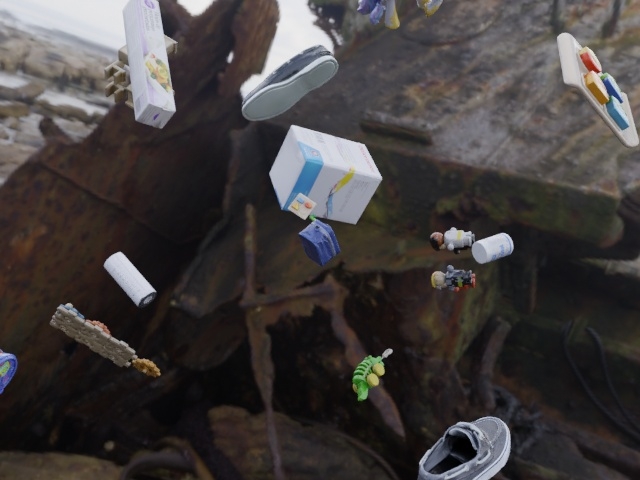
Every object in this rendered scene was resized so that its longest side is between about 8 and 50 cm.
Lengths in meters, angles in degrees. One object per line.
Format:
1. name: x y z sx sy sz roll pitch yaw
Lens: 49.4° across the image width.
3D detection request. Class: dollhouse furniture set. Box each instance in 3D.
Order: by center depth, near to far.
1. dollhouse furniture set: -0.562 -0.536 2.255 0.212 0.242 0.161 32 52 9

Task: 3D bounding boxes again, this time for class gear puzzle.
1. gear puzzle: -0.588 0.283 1.945 0.339 0.044 0.175 34 -35 -11

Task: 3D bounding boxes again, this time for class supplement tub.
1. supplement tub: 0.516 0.023 2.082 0.107 0.071 0.071 -18 27 -26

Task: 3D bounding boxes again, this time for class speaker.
1. speaker: -0.447 0.092 1.634 0.136 0.055 0.055 45 17 15

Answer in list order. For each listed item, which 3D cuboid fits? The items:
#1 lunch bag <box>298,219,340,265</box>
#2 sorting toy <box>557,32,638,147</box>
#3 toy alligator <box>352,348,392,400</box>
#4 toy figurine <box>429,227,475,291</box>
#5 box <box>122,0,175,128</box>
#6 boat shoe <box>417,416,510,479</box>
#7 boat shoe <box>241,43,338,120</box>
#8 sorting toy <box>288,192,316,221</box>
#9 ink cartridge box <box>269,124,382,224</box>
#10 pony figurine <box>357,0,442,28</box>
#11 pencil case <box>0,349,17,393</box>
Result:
1. lunch bag: 0.000 0.000 1.571 0.067 0.065 0.098 34 -26 39
2. sorting toy: 0.550 -0.301 1.366 0.208 0.038 0.193 36 41 -22
3. toy alligator: 0.112 0.289 1.580 0.051 0.056 0.189 50 37 -7
4. toy figurine: 0.433 0.065 2.314 0.148 0.213 0.209 -1 -4 17
5. box: -0.369 -0.388 1.487 0.063 0.067 0.324 13 52 -41
6. boat shoe: 0.278 0.402 1.340 0.108 0.102 0.301 17 27 40
7. boat shoe: -0.097 -0.445 1.966 0.091 0.302 0.114 61 -2 32
8. sorting toy: -0.038 -0.087 1.895 0.083 0.062 0.012 34 -21 7
9. ink cartridge box: 0.014 -0.203 2.191 0.270 0.197 0.198 11 36 -26
10. pony figurine: 0.215 -0.777 1.978 0.351 0.302 0.363 -1 -26 -5
11. pencil case: -0.815 0.251 1.518 0.306 0.133 0.119 24 27 9
